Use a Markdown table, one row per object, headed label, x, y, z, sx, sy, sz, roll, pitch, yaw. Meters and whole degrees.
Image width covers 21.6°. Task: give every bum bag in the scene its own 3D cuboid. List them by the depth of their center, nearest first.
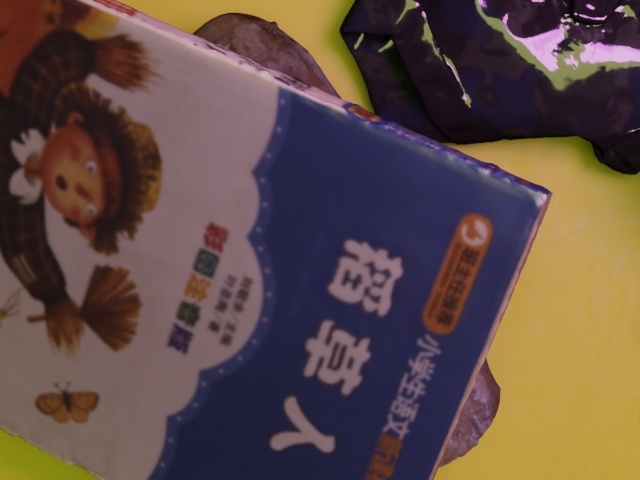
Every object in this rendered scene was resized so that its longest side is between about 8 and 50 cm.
| label | x | y | z | sx | sy | sz | roll | pitch | yaw |
| --- | --- | --- | --- | --- | --- | --- | --- | --- | --- |
| bum bag | 0.166 | -0.118 | 1.155 | 0.310 | 0.074 | 0.137 | 7 | 110 | 2 |

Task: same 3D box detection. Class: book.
| label | x | y | z | sx | sy | sz | roll | pitch | yaw |
| --- | --- | --- | --- | --- | --- | --- | --- | --- | --- |
| book | -0.101 | 0.018 | 1.066 | 0.428 | 0.039 | 0.300 | 24 | 109 | 12 |

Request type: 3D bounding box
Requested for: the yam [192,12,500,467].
| label | x | y | z | sx | sy | sz | roll | pitch | yaw |
| --- | --- | --- | --- | --- | --- | --- | --- | --- | --- |
| yam | 0.000 | 0.000 | 1.127 | 0.133 | 0.133 | 0.330 | -28 | 89 | -2 |
